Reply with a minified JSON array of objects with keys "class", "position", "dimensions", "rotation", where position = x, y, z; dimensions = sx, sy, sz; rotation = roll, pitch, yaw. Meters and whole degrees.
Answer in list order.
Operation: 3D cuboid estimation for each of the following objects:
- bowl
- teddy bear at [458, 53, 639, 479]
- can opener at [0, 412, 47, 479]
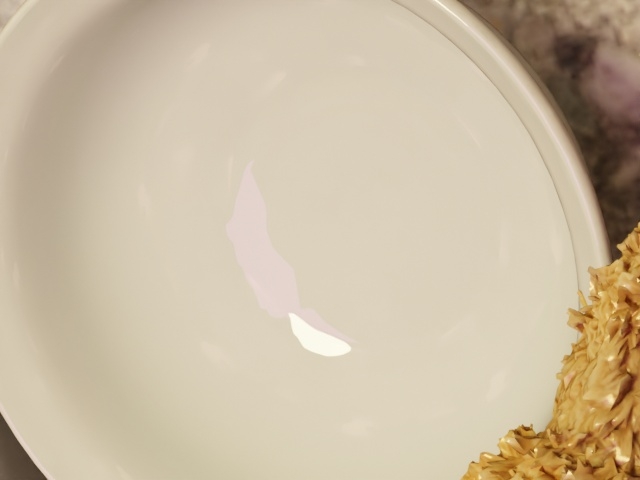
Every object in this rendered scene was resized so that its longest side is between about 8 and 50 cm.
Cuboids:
[{"class":"bowl","position":[0.000,0.000,0.804],"dimensions":[0.298,0.134,0.298],"rotation":[9,111,23]},{"class":"teddy bear","position":[0.173,0.004,0.670],"dimensions":[0.113,0.245,0.338],"rotation":[45,117,48]},{"class":"can opener","position":[-0.216,0.073,0.951],"dimensions":[0.076,0.095,0.283],"rotation":[-18,99,29]}]
